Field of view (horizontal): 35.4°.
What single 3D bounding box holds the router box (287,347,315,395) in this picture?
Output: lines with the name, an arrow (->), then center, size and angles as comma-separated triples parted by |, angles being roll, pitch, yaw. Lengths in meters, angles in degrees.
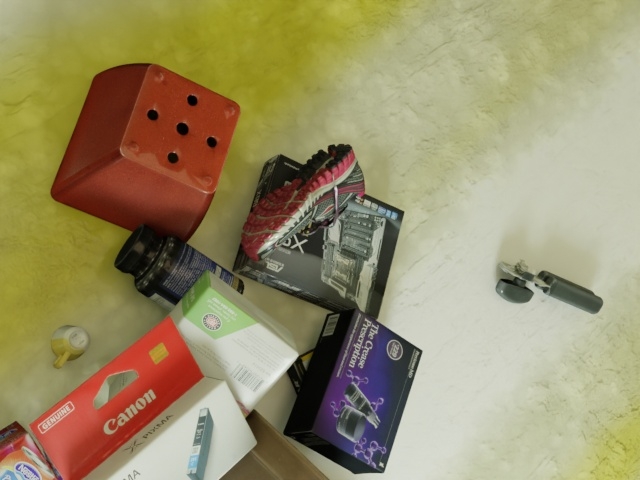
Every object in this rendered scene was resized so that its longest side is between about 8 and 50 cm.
router box -> 0.022, 0.295, 1.975 | 0.133, 0.046, 0.178 | -25, 93, -31

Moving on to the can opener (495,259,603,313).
can opener -> 0.514, 0.113, 2.280 | 0.281, 0.074, 0.093 | 17, 106, -23

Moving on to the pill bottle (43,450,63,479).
pill bottle -> -0.371, 0.395, 1.656 | 0.108, 0.108, 0.193 | -35, 119, -30

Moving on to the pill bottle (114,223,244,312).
pill bottle -> -0.258, 0.067, 1.824 | 0.219, 0.123, 0.122 | 36, 65, -18

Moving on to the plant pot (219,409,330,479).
plant pot -> -0.105, 0.466, 1.779 | 0.229, 0.263, 0.263 | -46, 103, -8

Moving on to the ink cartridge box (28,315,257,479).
ink cartridge box -> -0.270, 0.309, 1.586 | 0.296, 0.066, 0.261 | -39, 115, -33

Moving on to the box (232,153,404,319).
box -> 0.000, 0.000, 2.006 | 0.308, 0.076, 0.242 | 24, 69, -23

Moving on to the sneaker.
sneaker -> -0.023, -0.058, 1.896 | 0.299, 0.121, 0.112 | -41, 121, -23

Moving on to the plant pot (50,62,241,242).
plant pot -> -0.288, -0.170, 1.792 | 0.267, 0.236, 0.267 | 24, 69, -22

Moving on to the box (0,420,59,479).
box -> -0.483, 0.372, 1.555 | 0.123, 0.257, 0.128 | -32, 96, -21

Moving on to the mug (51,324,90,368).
mug -> -0.429, 0.183, 1.740 | 0.062, 0.064, 0.078 | 3, 79, -29

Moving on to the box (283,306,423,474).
box -> 0.067, 0.287, 1.912 | 0.184, 0.103, 0.261 | 35, 60, -26

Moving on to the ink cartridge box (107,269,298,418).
ink cartridge box -> -0.230, 0.254, 1.755 | 0.207, 0.119, 0.353 | 39, 95, -16
